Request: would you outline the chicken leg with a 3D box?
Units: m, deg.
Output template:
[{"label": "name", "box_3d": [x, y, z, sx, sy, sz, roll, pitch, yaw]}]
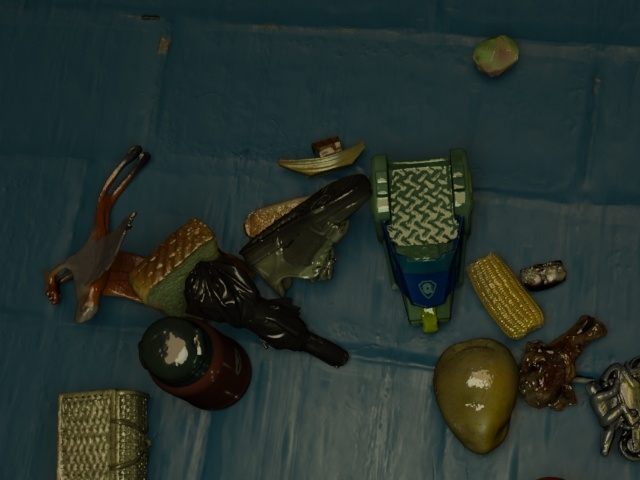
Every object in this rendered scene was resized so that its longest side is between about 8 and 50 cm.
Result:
[{"label": "chicken leg", "box_3d": [0.423, 0.213, 1.761, 0.125, 0.080, 0.196, 27, 72, 4]}]

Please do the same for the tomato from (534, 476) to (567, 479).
[{"label": "tomato", "box_3d": [0.394, 0.513, 1.619, 0.232, 0.188, 0.232, 0, 76, 1]}]

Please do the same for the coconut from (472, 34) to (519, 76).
[{"label": "coconut", "box_3d": [0.339, -0.359, 1.923, 0.082, 0.081, 0.083, 18, 59, -23]}]

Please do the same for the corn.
[{"label": "corn", "box_3d": [0.337, 0.101, 1.803, 0.085, 0.063, 0.165, -34, 71, 8]}]

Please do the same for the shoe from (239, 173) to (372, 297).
[{"label": "shoe", "box_3d": [0.000, 0.002, 1.822, 0.293, 0.109, 0.149, -30, 104, 24]}]

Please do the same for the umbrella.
[{"label": "umbrella", "box_3d": [-0.092, 0.142, 1.768, 0.340, 0.118, 0.118, 31, 79, -20]}]

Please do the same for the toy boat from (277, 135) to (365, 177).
[{"label": "toy boat", "box_3d": [0.003, -0.162, 1.920, 0.172, 0.065, 0.066, -16, 87, -2]}]

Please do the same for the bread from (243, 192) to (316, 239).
[{"label": "bread", "box_3d": [-0.044, -0.045, 1.901, 0.214, 0.053, 0.073, -15, 81, 8]}]

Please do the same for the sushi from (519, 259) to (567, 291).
[{"label": "sushi", "box_3d": [0.411, 0.067, 1.812, 0.083, 0.044, 0.046, -15, 72, 5]}]

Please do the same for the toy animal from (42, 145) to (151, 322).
[{"label": "toy animal", "box_3d": [-0.431, -0.003, 1.909, 0.302, 0.225, 0.284, -32, 54, 10]}]

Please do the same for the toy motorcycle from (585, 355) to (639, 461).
[{"label": "toy motorcycle", "box_3d": [0.524, 0.288, 1.728, 0.124, 0.061, 0.193, 13, 71, 5]}]

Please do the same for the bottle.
[{"label": "bottle", "box_3d": [-0.218, 0.206, 1.709, 0.144, 0.336, 0.144, -2, 73, 7]}]

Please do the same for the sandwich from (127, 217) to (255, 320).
[{"label": "sandwich", "box_3d": [-0.237, 0.066, 1.810, 0.186, 0.214, 0.065, -40, 60, -4]}]

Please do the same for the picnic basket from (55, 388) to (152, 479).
[{"label": "picnic basket", "box_3d": [-0.386, 0.376, 1.794, 0.154, 0.134, 0.196, -5, 74, 5]}]

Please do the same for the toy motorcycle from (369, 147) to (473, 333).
[{"label": "toy motorcycle", "box_3d": [0.189, -0.004, 1.784, 0.191, 0.200, 0.326, -4, 73, 6]}]

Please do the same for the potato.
[{"label": "potato", "box_3d": [0.276, 0.275, 1.732, 0.157, 0.157, 0.194, -8, 97, 6]}]
